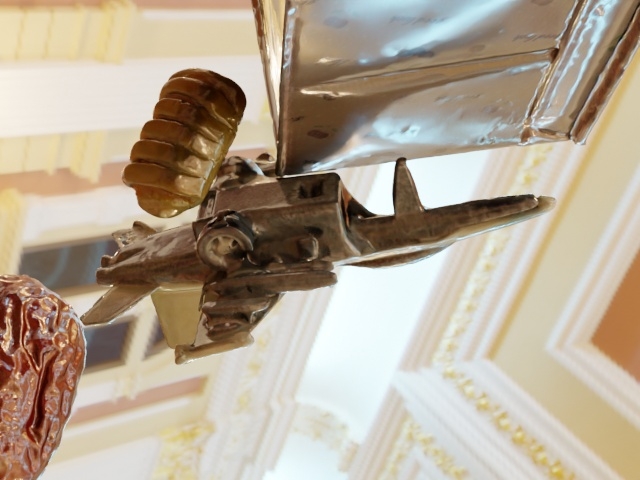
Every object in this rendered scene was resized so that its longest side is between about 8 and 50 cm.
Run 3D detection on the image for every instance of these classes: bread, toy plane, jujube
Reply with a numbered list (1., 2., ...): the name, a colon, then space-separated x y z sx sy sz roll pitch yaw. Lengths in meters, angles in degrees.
1. bread: -0.074 -0.054 0.620 0.049 0.088 0.034 25 -21 3
2. toy plane: -0.004 -0.009 0.646 0.262 0.192 0.088 -18 -59 12
3. jujube: -0.243 0.113 0.881 0.109 0.112 0.176 119 -18 -56

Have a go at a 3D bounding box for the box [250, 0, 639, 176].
1. box: 0.045 -0.214 0.628 0.225 0.190 0.297 96 -17 -69
